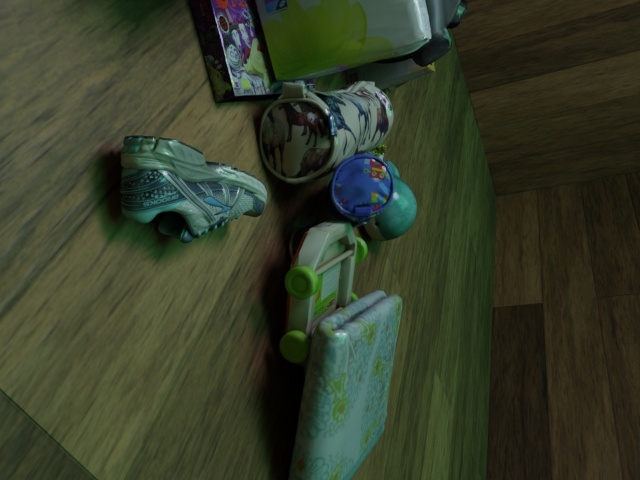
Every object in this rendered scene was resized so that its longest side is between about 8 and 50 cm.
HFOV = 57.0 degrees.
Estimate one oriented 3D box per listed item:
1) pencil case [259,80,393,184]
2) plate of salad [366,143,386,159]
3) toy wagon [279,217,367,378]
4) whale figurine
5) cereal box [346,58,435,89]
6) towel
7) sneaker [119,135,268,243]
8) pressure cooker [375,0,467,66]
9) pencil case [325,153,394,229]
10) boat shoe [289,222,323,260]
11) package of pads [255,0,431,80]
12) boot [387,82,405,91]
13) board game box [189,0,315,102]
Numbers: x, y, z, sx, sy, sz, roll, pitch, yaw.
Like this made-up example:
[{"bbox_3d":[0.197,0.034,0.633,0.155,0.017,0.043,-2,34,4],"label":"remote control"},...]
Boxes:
[{"bbox_3d":[0.029,-0.247,1.242,0.410,0.159,0.184,-38,144,-61],"label":"pencil case"},{"bbox_3d":[0.106,-0.285,1.508,0.199,0.048,0.200,29,48,-38],"label":"plate of salad"},{"bbox_3d":[0.002,0.138,1.110,0.267,0.068,0.345,-26,126,-63],"label":"toy wagon"},{"bbox_3d":[0.192,-0.119,1.574,0.216,0.141,0.272,67,28,-26],"label":"whale figurine"},{"bbox_3d":[0.174,-0.492,1.548,0.047,0.240,0.173,3,80,-54],"label":"cereal box"},{"bbox_3d":[0.054,0.275,1.109,0.374,0.090,0.321,-15,113,-67],"label":"towel"},{"bbox_3d":[-0.181,-0.056,0.840,0.283,0.110,0.122,17,84,-60],"label":"sneaker"},{"bbox_3d":[0.141,-0.594,1.297,0.420,0.375,0.370,11,90,-77],"label":"pressure cooker"},{"bbox_3d":[0.073,-0.092,1.208,0.306,0.119,0.133,130,-45,-88],"label":"pencil case"},{"bbox_3d":[0.000,0.000,1.213,0.206,0.064,0.075,-28,107,-64],"label":"boat shoe"},{"bbox_3d":[0.034,-0.423,1.055,0.101,0.296,0.229,-47,124,-65],"label":"package of pads"},{"bbox_3d":[0.255,-0.557,1.781,0.090,0.207,0.248,50,14,10],"label":"boot"},{"bbox_3d":[-0.117,-0.375,1.122,0.347,0.056,0.208,-34,108,-63],"label":"board game box"}]
